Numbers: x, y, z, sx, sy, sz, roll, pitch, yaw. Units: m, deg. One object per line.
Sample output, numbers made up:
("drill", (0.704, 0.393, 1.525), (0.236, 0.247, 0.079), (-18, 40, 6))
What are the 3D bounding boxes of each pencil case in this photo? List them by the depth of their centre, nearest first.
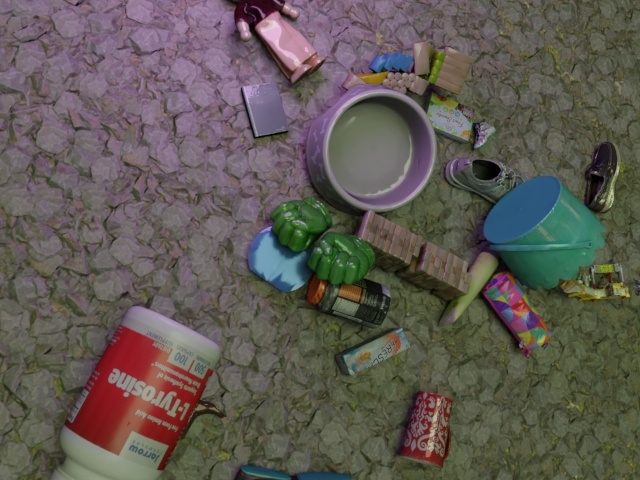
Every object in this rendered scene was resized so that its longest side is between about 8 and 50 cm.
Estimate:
("pencil case", (0.537, 0.197, 1.830), (0.104, 0.104, 0.236), (-37, 93, -20))

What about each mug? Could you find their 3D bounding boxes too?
("mug", (0.277, 0.484, 1.708), (0.113, 0.150, 0.169), (10, 71, 19))

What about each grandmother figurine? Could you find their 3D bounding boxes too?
("grandmother figurine", (-0.143, -0.563, 1.713), (0.342, 0.104, 0.208), (51, 43, -3))

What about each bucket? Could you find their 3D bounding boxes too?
("bucket", (0.583, -0.025, 1.769), (0.183, 0.281, 0.281), (43, 71, -18))

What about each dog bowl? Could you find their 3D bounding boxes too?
("dog bowl", (0.139, -0.228, 1.703), (0.349, 0.102, 0.348), (-2, 98, -16))

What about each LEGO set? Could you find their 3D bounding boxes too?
("LEGO set", (0.799, 0.111, 1.924), (0.287, 0.132, 0.107), (3, 72, -12))

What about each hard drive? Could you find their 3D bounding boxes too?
("hard drive", (-0.142, -0.335, 1.712), (0.094, 0.022, 0.135), (-14, 87, -21))

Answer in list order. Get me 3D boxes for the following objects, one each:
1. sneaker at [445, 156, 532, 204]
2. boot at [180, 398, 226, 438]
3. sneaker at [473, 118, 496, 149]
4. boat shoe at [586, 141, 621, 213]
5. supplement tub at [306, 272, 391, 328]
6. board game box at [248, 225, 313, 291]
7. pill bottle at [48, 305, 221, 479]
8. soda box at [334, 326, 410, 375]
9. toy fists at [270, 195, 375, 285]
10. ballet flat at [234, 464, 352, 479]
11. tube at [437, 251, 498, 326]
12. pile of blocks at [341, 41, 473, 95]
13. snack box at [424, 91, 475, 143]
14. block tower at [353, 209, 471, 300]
("sneaker", (0.493, -0.164, 1.857), (0.282, 0.115, 0.105), (10, 79, -18))
("boot", (-0.291, 0.419, 1.540), (0.106, 0.037, 0.114), (34, 69, 2))
("sneaker", (0.452, -0.310, 1.909), (0.069, 0.038, 0.098), (46, 61, -6))
("boat shoe", (0.843, -0.195, 2.002), (0.074, 0.080, 0.223), (12, 83, -22))
("supplement tub", (0.069, 0.141, 1.665), (0.191, 0.117, 0.116), (20, 76, -15))
("board game box", (-0.100, 0.049, 1.666), (0.169, 0.033, 0.133), (34, 75, -5))
("pill bottle", (-0.397, 0.364, 1.411), (0.229, 0.229, 0.407), (29, 74, -13))
("soda box", (0.133, 0.281, 1.693), (0.183, 0.063, 0.058), (-22, 89, -21))
("toy fists", (0.000, 0.000, 1.613), (0.279, 0.096, 0.142), (43, 49, 17))
("ballet flat", (-0.065, 0.591, 1.572), (0.281, 0.095, 0.096), (8, 89, -7))
("tube", (0.398, 0.135, 1.798), (0.240, 0.062, 0.070), (-51, 143, -22))
("pile of blocks", (0.222, -0.459, 1.796), (0.363, 0.112, 0.148), (-9, 112, -14))
("snack box", (0.359, -0.344, 1.879), (0.141, 0.037, 0.100), (18, 78, -15))
("block tower", (0.231, 0.044, 1.730), (0.336, 0.097, 0.090), (28, 61, -19))
